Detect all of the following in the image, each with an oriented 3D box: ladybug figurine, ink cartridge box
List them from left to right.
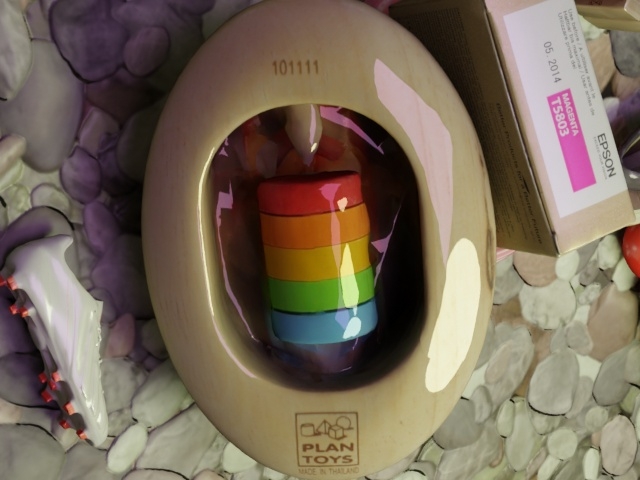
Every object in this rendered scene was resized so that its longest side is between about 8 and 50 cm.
[{"bbox_3d":[0.000,0.000,1.288,0.305,0.162,0.449,-1,107,2],"label":"ladybug figurine"},{"bbox_3d":[0.163,-0.113,1.269,0.088,0.193,0.235,-22,102,-19],"label":"ink cartridge box"}]

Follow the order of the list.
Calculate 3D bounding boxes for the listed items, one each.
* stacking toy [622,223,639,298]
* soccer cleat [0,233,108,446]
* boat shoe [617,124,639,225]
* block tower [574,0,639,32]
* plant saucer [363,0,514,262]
[{"bbox_3d":[0.434,0.108,1.665,0.141,0.141,0.330,-32,113,-23],"label":"stacking toy"},{"bbox_3d":[-0.214,0.089,1.262,0.076,0.068,0.196,-30,114,-28],"label":"soccer cleat"},{"bbox_3d":[0.418,-0.110,1.598,0.285,0.092,0.103,-26,73,-22],"label":"boat shoe"},{"bbox_3d":[0.360,-0.387,1.507,0.091,0.097,0.335,25,86,-36],"label":"block tower"},{"bbox_3d":[0.157,-0.122,1.445,0.332,0.084,0.332,-9,107,-31],"label":"plant saucer"}]
